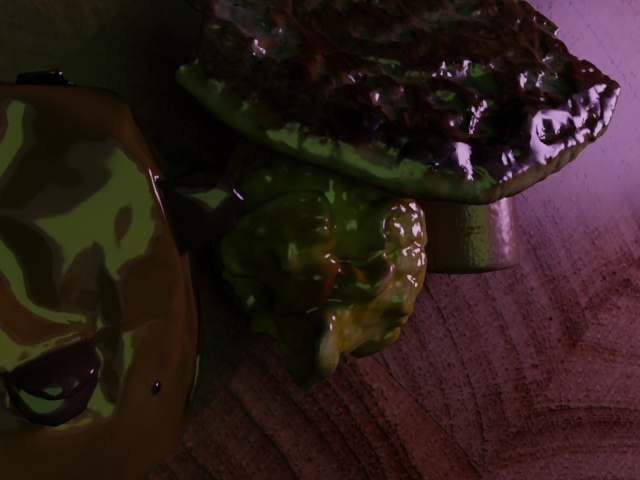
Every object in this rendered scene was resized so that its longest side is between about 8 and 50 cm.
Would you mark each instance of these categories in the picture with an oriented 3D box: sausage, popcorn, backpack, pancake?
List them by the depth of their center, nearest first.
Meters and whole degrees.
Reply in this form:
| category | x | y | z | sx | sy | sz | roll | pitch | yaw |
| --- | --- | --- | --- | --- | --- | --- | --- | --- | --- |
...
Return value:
| category | x | y | z | sx | sy | sz | roll | pitch | yaw |
| --- | --- | --- | --- | --- | --- | --- | --- | --- | --- |
| backpack | -0.237 | 0.060 | 0.629 | 0.354 | 0.201 | 0.377 | -25 | 109 | -27 |
| pancake | 0.072 | -0.155 | 0.723 | 0.427 | 0.067 | 0.304 | -19 | 67 | -30 |
| popcorn | -0.005 | 0.008 | 0.742 | 0.216 | 0.181 | 0.235 | -56 | 130 | -35 |
| sausage | 0.145 | -0.094 | 0.858 | 0.123 | 0.123 | 0.252 | -7 | 94 | -26 |
